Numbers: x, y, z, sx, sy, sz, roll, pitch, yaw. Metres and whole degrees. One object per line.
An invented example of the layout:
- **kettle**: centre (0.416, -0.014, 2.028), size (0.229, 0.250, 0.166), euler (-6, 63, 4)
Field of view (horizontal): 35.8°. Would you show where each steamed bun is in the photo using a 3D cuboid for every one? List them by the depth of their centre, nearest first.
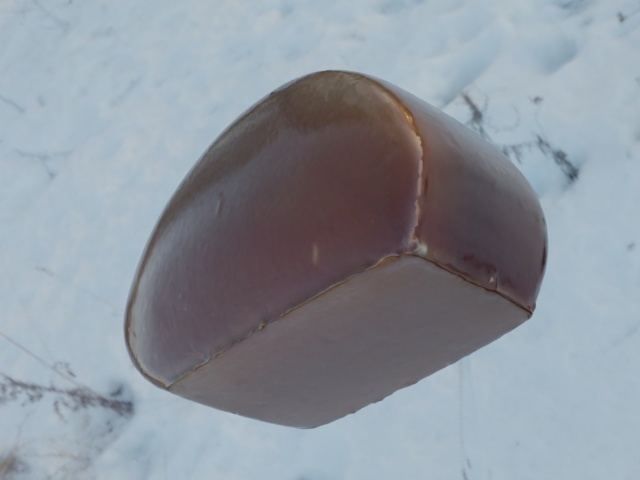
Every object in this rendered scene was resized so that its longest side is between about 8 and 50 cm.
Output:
- **steamed bun**: centre (0.000, 0.000, 0.905), size (0.379, 0.235, 0.248), euler (-33, 49, 36)
